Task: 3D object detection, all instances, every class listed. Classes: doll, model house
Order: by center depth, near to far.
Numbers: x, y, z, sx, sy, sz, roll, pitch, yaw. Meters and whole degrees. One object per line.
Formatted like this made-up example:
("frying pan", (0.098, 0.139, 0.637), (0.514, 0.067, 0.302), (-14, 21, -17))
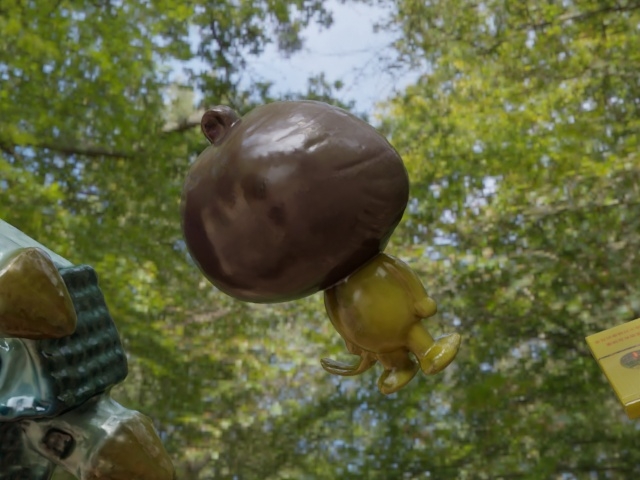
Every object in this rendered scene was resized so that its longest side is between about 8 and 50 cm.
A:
("doll", (-0.005, 0.004, 0.542), (0.145, 0.096, 0.188), (-7, -64, 35))
("model house", (-0.224, 0.091, 0.599), (0.291, 0.253, 0.184), (26, 8, 5))

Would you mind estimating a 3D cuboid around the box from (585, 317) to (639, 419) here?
("box", (0.338, 0.127, 0.976), (0.087, 0.155, 0.023), (-18, -72, 7))
